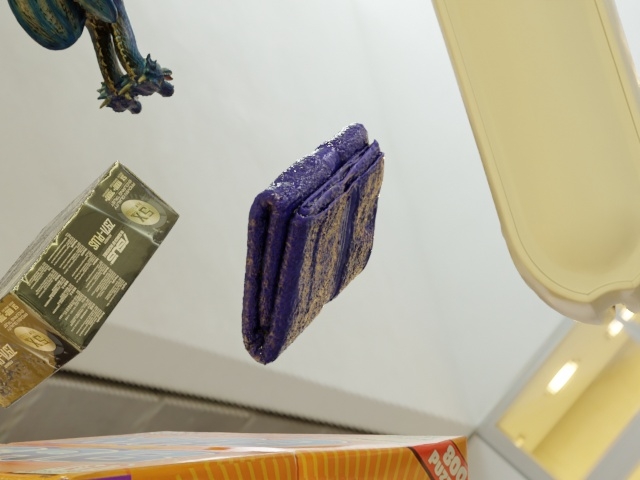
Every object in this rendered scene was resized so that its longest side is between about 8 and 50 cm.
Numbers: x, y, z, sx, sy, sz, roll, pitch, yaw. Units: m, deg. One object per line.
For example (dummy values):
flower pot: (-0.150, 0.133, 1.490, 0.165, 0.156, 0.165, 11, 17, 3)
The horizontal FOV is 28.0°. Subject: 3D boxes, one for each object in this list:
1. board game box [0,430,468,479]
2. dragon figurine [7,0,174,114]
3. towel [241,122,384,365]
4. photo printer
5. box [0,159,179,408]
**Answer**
board game box: (-0.133, 0.326, 0.914, 0.356, 0.356, 0.356, 4, -98, -45)
dragon figurine: (-0.231, -0.233, 1.170, 0.085, 0.144, 0.289, -23, -40, 20)
towel: (0.000, 0.000, 1.590, 0.308, 0.076, 0.227, -42, -40, -59)
photo printer: (0.150, -0.097, 0.830, 0.107, 0.307, 0.256, -18, -3, 13)
box: (-0.224, 0.038, 1.111, 0.147, 0.077, 0.180, -35, 18, 43)
